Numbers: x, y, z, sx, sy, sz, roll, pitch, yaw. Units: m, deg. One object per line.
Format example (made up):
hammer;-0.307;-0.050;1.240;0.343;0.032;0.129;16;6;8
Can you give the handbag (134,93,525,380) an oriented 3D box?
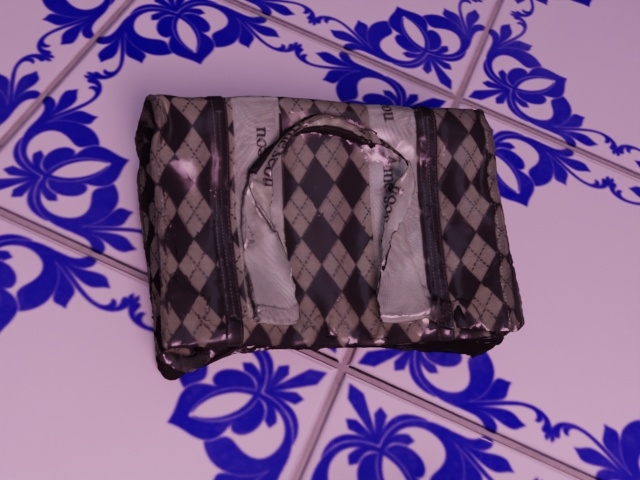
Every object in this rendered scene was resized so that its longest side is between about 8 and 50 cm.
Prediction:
handbag;0.000;0.000;0.985;0.416;0.180;0.316;1;67;-14
